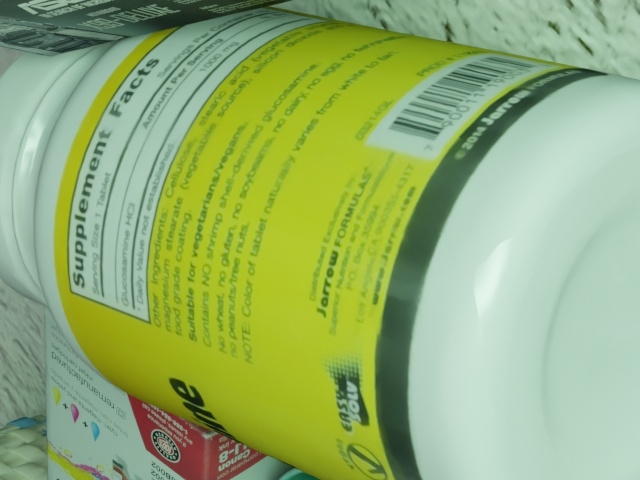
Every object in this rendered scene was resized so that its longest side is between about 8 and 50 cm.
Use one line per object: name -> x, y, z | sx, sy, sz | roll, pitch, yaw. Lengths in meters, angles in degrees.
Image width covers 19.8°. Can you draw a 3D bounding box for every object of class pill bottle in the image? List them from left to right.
pill bottle -> 0.000, 0.000, 0.783 | 0.334, 0.188, 0.188 | 18, 127, 43

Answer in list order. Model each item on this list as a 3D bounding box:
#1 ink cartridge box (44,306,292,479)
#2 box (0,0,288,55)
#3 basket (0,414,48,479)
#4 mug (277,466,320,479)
ink cartridge box -> -0.060, 0.104, 0.976 | 0.128, 0.127, 0.176 | 34, 138, 30
box -> -0.045, -0.210, 0.695 | 0.307, 0.076, 0.242 | -3, 81, 51
basket -> -0.232, 0.259, 1.148 | 0.201, 0.289, 0.255 | 4, 115, 49
mug -> 0.056, 0.157, 0.900 | 0.129, 0.097, 0.158 | 2, 116, 49
